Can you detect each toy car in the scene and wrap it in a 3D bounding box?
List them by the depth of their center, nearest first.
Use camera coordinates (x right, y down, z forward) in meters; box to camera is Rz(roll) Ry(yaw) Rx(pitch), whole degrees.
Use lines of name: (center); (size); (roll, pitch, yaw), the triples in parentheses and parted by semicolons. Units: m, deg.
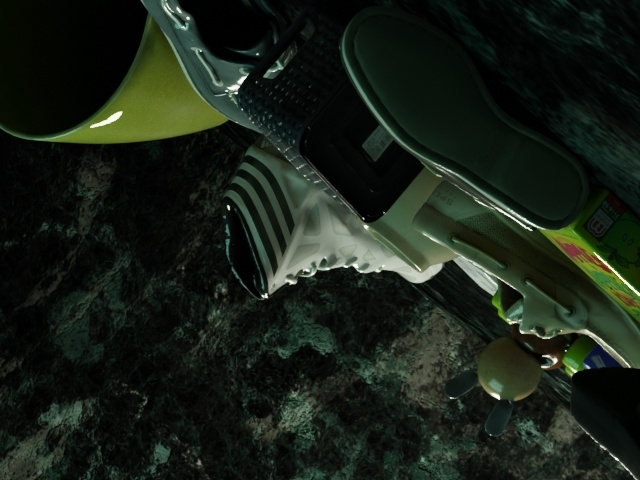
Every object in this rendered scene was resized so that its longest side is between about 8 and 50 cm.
toy car: (0.269, 0.174, 1.656); (0.155, 0.188, 0.149); (41, 178, 21)

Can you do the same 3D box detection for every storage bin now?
storage bin: (0.024, -0.109, 1.040); (0.084, 0.122, 0.180); (38, 177, 33)

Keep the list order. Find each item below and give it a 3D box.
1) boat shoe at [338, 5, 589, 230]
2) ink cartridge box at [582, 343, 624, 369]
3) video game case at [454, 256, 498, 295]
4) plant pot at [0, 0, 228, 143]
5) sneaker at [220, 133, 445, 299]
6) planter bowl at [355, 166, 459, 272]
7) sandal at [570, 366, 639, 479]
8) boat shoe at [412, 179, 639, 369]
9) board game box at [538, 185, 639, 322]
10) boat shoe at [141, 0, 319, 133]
boat shoe: (0.095, -0.085, 0.875); (0.227, 0.081, 0.068); (38, 174, -20)
ink cartridge box: (0.414, 0.197, 1.615); (0.097, 0.046, 0.207); (38, 177, 25)
video game case: (0.252, 0.055, 1.826); (0.157, 0.019, 0.143); (41, 178, -38)
plant pot: (-0.216, -0.227, 1.408); (0.275, 0.275, 0.293); (39, -167, 28)
sneaker: (-0.001, -0.001, 1.827); (0.169, 0.257, 0.447); (37, 177, 46)
planter bowl: (0.108, -0.034, 1.318); (0.162, 0.109, 0.162); (39, 177, 2)
sandal: (0.322, 0.147, 0.943); (0.167, 0.107, 0.446); (0, -171, -15)
boat shoe: (0.218, 0.046, 1.196); (0.302, 0.098, 0.109); (41, 178, -19)
board game box: (0.255, 0.028, 0.952); (0.181, 0.043, 0.092); (40, 178, -15)
boat shoe: (-0.085, -0.198, 1.227); (0.099, 0.116, 0.319); (43, 175, 45)
